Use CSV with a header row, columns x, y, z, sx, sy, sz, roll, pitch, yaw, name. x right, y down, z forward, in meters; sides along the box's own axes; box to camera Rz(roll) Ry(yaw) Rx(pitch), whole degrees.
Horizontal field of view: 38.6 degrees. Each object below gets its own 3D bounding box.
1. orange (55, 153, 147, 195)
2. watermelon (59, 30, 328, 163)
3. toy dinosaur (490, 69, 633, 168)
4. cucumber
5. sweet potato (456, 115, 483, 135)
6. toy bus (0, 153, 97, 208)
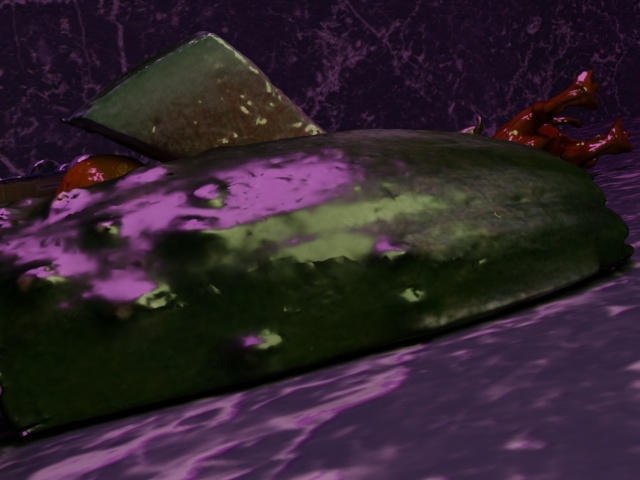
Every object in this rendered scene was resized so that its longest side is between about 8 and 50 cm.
x,y,z,sx,sy,sz,roll,pitch,yaw,name
-0.203,-0.024,0.919,0.117,0.135,0.136,-46,19,-22,orange
-0.100,-0.128,0.978,0.302,0.151,0.264,25,0,-7,watermelon
0.243,-0.110,1.068,0.208,0.097,0.432,-26,-9,42,toy dinosaur
0.000,-0.002,0.440,0.326,0.105,0.145,-11,4,-10,cucumber
-0.013,0.008,0.535,0.270,0.074,0.075,-26,8,-12,sweet potato
-0.349,-0.007,1.033,0.290,0.157,0.139,-14,10,-42,toy bus
